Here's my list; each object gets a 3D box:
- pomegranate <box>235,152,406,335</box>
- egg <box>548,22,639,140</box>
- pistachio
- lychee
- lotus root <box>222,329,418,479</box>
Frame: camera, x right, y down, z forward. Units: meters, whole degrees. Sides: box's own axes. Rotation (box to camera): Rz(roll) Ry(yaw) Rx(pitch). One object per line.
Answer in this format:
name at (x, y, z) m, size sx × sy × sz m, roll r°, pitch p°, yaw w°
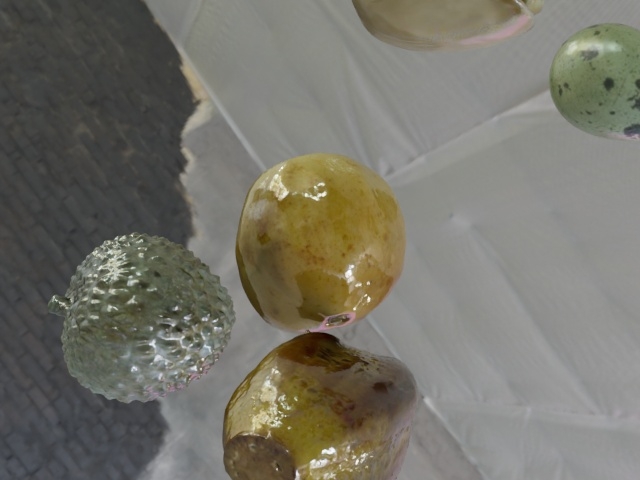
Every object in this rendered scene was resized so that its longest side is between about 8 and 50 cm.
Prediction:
pomegranate at (0.001, 0.006, 0.997) m, size 0.233 × 0.233 × 0.233 m, roll 44°, pitch -21°, yaw 22°
egg at (0.474, -0.247, 1.275) m, size 0.228 × 0.177 × 0.177 m, roll 47°, pitch -19°, yaw 32°
pistachio at (0.115, -0.234, 0.722) m, size 0.215 × 0.144 × 0.144 m, roll 23°, pitch -34°, yaw 45°
lychee at (-0.268, 0.117, 1.201) m, size 0.255 × 0.274 × 0.255 m, roll -172°, pitch -90°, yaw -67°
lotus root at (0.000, 0.197, 0.817) m, size 0.193 × 0.193 × 0.291 m, roll 49°, pitch 14°, yaw 10°
